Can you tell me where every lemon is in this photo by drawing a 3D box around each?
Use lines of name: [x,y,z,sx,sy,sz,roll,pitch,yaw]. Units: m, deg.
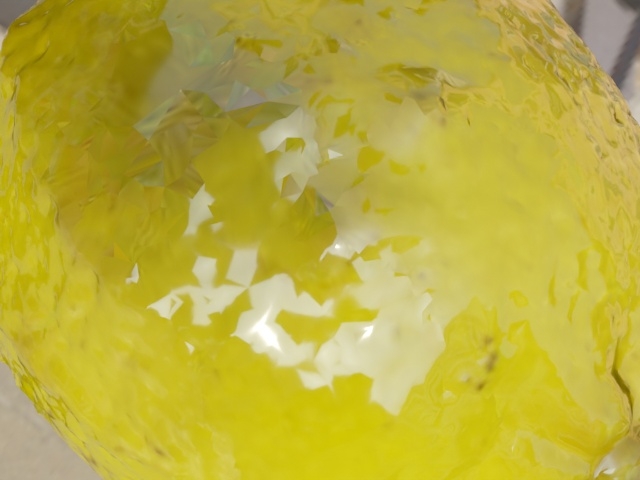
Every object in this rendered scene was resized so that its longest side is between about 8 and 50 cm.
lemon: [0.000,0.000,0.767,0.268,0.268,0.322,-11,47,-35]
